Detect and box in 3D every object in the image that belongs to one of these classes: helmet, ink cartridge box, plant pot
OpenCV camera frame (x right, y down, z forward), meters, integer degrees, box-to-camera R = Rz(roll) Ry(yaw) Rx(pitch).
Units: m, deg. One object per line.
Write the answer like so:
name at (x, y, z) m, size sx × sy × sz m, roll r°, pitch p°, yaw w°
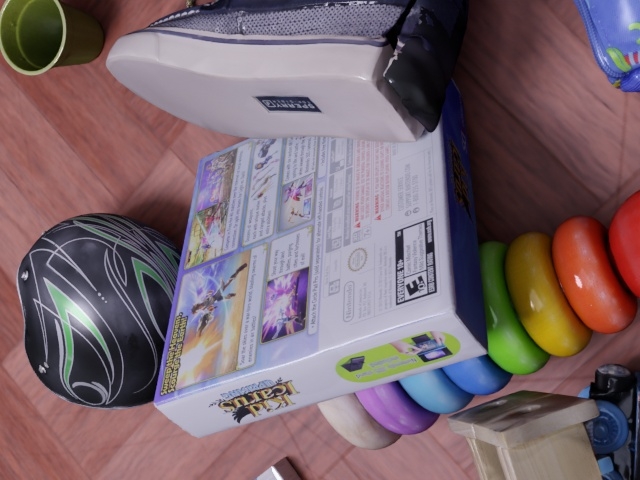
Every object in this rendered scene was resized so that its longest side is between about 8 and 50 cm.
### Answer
helmet at (-0.194, 0.057, 0.849) m, size 0.169 × 0.169 × 0.161 m, roll 15°, pitch 118°, yaw 22°
ink cartridge box at (-0.031, 0.256, 0.867) m, size 0.048 × 0.028 × 0.083 m, roll -42°, pitch 78°, yaw 23°
plant pot at (-0.257, -0.202, 0.894) m, size 0.083 × 0.079 × 0.083 m, roll 3°, pitch 97°, yaw 24°

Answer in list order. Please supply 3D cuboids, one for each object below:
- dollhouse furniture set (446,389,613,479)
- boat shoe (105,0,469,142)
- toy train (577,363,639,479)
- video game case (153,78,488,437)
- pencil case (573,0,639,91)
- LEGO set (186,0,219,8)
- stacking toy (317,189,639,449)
dollhouse furniture set at (0.207, 0.157, 0.629) m, size 0.184 × 0.129 × 0.129 m, roll -18°, pitch 87°, yaw -10°
boat shoe at (-0.025, -0.178, 0.758) m, size 0.340 × 0.127 × 0.158 m, roll 12°, pitch 71°, yaw 36°
toy train at (0.249, 0.188, 0.707) m, size 0.105 × 0.080 × 0.184 m, roll 2°, pitch 96°, yaw 18°
video game case at (0.000, 0.000, 0.721) m, size 0.244 × 0.061 × 0.269 m, roll -20°, pitch 43°, yaw 24°
pencil case at (0.199, -0.250, 0.657) m, size 0.133 × 0.119 × 0.306 m, roll -28°, pitch 83°, yaw 0°
LEGO set at (-0.094, -0.212, 0.849) m, size 0.083 × 0.023 × 0.054 m, roll -16°, pitch 89°, yaw 25°
stacking toy at (0.152, 0.052, 0.693) m, size 0.330 × 0.141 × 0.141 m, roll -24°, pitch 86°, yaw 27°
